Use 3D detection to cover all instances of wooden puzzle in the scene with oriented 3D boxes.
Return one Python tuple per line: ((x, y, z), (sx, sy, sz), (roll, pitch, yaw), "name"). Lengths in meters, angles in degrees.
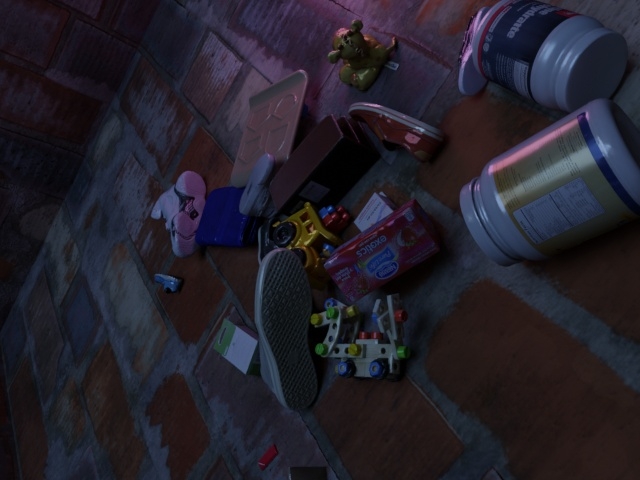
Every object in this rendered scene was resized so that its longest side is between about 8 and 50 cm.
((-0.155, -0.356, 2.014), (0.322, 0.081, 0.347), (-12, 64, 48), "wooden puzzle")

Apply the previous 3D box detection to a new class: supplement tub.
((0.472, -0.389, 1.274), (0.191, 0.191, 0.272), (-59, 43, 14), "supplement tub")
((0.453, -0.098, 1.162), (0.316, 0.228, 0.228), (-32, 55, 37), "supplement tub")

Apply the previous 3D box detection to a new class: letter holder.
((-0.009, -0.232, 1.777), (0.302, 0.152, 0.214), (-46, 45, 26), "letter holder")

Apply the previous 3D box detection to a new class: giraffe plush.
((0.100, -0.546, 1.754), (0.210, 0.171, 0.181), (15, 88, 49), "giraffe plush")

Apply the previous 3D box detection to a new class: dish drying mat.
((-0.150, 0.619, 1.730), (0.083, 0.008, 0.032), (-53, 44, 21), "dish drying mat")

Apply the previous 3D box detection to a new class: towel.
((-0.310, -0.080, 2.117), (0.308, 0.076, 0.227), (1, 70, 48), "towel")

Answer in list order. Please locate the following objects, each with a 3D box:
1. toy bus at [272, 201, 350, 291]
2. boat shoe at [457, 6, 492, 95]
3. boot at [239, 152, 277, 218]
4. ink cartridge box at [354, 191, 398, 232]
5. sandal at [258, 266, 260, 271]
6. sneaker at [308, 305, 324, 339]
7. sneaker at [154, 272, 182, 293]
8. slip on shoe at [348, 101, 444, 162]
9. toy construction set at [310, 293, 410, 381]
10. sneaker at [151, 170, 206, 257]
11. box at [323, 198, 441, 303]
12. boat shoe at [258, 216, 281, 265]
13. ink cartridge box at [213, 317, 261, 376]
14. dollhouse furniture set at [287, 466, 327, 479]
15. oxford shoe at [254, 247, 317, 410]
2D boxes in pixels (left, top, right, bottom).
((0.000, 0.000, 1.707), (0.211, 0.149, 0.220), (-37, 52, 13), "toy bus")
((0.375, -0.463, 1.501), (0.076, 0.080, 0.228), (5, 83, 66), "boat shoe")
((-0.158, -0.166, 1.903), (0.258, 0.124, 0.095), (126, 146, -46), "boot")
((0.159, -0.051, 1.593), (0.104, 0.062, 0.181), (-55, 44, 19), "ink cartridge box")
((-0.173, 0.183, 1.877), (0.097, 0.055, 0.254), (-31, 55, 37), "sandal")
((-0.032, 0.199, 1.724), (0.089, 0.051, 0.170), (-13, 72, 45), "sneaker")
((-0.596, 0.168, 2.341), (0.162, 0.063, 0.073), (6, 84, 49), "sneaker")
((0.184, -0.295, 1.619), (0.331, 0.123, 0.101), (34, 106, 43), "slip on shoe")
((0.110, 0.233, 1.493), (0.328, 0.151, 0.214), (-18, 63, 55), "toy construction set")
((-0.542, -0.073, 2.318), (0.210, 0.137, 0.365), (-29, 51, 39), "sneaker")
((0.151, 0.024, 1.457), (0.257, 0.128, 0.122), (-34, 96, 19), "box")
((-0.142, 0.034, 1.876), (0.079, 0.084, 0.233), (-35, 50, 35), "boat shoe")
((-0.245, 0.331, 1.896), (0.209, 0.062, 0.108), (22, 93, 49), "ink cartridge box")
((-0.074, 0.663, 1.543), (0.151, 0.123, 0.144), (-30, 55, 37), "dollhouse furniture set")
((-0.105, 0.236, 1.620), (0.130, 0.169, 0.448), (19, 120, 58), "oxford shoe")
